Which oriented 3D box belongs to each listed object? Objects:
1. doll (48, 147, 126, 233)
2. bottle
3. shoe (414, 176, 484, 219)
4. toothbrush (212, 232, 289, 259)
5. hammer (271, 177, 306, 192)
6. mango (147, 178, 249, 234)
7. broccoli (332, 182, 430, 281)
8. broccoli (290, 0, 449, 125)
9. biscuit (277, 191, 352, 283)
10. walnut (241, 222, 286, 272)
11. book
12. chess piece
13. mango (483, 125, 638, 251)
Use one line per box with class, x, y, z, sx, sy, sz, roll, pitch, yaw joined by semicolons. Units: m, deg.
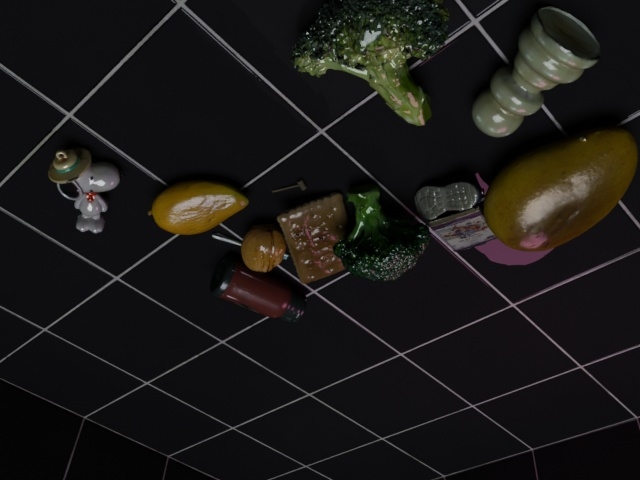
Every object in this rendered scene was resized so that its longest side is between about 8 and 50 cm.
doll;-0.712;-0.142;1.979;0.208;0.144;0.271;17;131;-26
bottle;-0.200;0.178;2.275;0.336;0.144;0.144;26;133;-22
shoe;0.384;-0.133;1.948;0.227;0.125;0.100;-9;103;47
toothbrush;-0.229;0.016;2.193;0.262;0.022;0.026;18;123;-14
hammer;-0.097;-0.160;2.003;0.110;0.019;0.036;-11;135;23
mango;-0.372;-0.102;2.011;0.316;0.119;0.177;-12;127;11
broccoli;0.175;-0.015;1.970;0.297;0.298;0.298;-12;111;17
broccoli;0.178;-0.428;1.547;0.397;0.275;0.353;35;173;-21
biscuit;0.000;0.000;2.094;0.217;0.044;0.325;-19;135;-4
walnut;-0.181;0.025;2.114;0.144;0.144;0.180;7;141;-3
book;0.443;-0.028;2.035;0.157;0.026;0.231;-19;151;23
chess piece;0.495;-0.382;1.617;0.182;0.183;0.330;20;140;-16
mango;0.652;-0.148;1.816;0.301;0.221;0.445;34;120;-20
